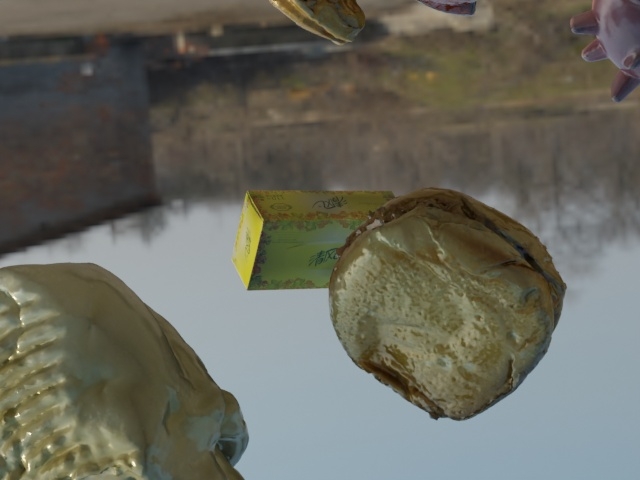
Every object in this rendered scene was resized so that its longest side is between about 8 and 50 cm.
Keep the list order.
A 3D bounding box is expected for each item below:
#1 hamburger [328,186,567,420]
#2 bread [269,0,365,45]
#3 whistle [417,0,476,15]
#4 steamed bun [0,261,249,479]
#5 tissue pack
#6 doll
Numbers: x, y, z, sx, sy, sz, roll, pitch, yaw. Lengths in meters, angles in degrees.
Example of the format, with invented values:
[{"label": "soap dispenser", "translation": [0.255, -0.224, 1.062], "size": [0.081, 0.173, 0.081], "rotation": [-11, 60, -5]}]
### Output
[{"label": "hamburger", "translation": [0.109, 0.054, 1.430], "size": [0.214, 0.213, 0.108], "rotation": [-3, -155, 23]}, {"label": "bread", "translation": [-0.008, -0.205, 1.314], "size": [0.111, 0.044, 0.083], "rotation": [33, -156, -38]}, {"label": "whistle", "translation": [0.057, -0.290, 1.381], "size": [0.346, 0.142, 0.133], "rotation": [10, -141, -24]}, {"label": "steamed bun", "translation": [-0.170, 0.162, 1.099], "size": [0.276, 0.289, 0.203], "rotation": [-26, 180, 27]}, {"label": "tissue pack", "translation": [0.000, 0.000, 1.732], "size": [0.176, 0.095, 0.062], "rotation": [-1, -144, -25]}, {"label": "doll", "translation": [0.382, -0.230, 1.690], "size": [0.211, 0.262, 0.093], "rotation": [-29, -152, 26]}]
